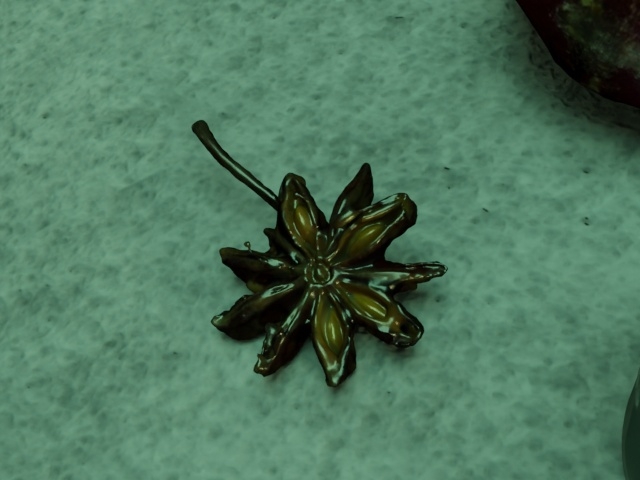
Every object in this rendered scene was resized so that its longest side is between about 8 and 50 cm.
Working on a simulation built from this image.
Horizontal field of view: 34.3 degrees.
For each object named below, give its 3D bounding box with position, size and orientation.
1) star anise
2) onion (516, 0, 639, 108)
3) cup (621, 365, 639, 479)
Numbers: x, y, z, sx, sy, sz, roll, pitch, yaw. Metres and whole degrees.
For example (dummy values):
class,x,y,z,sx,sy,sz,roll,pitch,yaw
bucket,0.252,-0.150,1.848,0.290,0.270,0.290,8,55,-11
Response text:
class,x,y,z,sx,sy,sz,roll,pitch,yaw
star anise,-0.001,-0.003,0.767,0.177,0.073,0.234,-12,72,9
onion,0.284,-0.279,0.738,0.347,0.385,0.348,-2,73,6
cup,0.353,0.050,0.569,0.356,0.274,0.259,-34,59,-14
